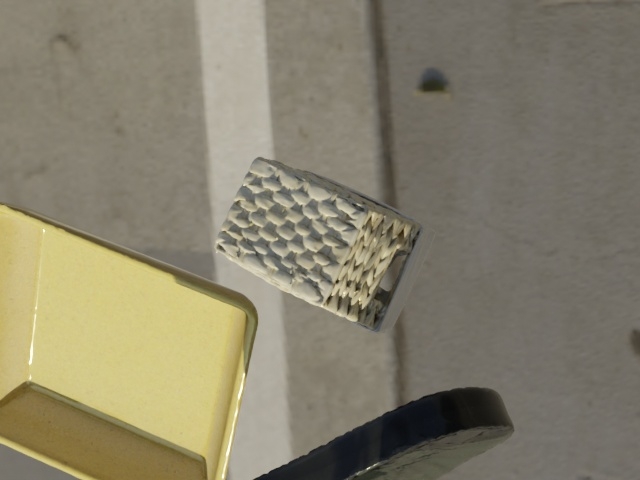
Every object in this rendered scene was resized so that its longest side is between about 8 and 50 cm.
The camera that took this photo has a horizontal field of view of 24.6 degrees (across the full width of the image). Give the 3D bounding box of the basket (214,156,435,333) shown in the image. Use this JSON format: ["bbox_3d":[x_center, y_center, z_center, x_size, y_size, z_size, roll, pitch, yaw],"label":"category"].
[{"bbox_3d":[0.000,0.000,1.355,0.167,0.103,0.113,26,92,39],"label":"basket"}]

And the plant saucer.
[{"bbox_3d":[-0.228,0.130,1.651,0.333,0.081,0.332,22,123,13],"label":"plant saucer"}]

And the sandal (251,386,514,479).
[{"bbox_3d":[-0.006,0.267,1.340,0.446,0.168,0.107,-36,63,38],"label":"sandal"}]
